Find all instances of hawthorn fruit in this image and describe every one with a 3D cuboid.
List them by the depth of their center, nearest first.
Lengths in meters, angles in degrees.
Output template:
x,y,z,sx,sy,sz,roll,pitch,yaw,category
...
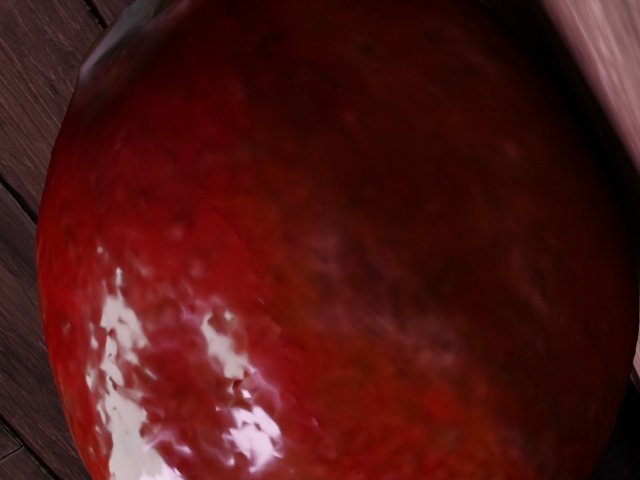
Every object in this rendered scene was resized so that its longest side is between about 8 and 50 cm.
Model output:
x,y,z,sx,sy,sz,roll,pitch,yaw,category
0.000,0.000,0.452,0.185,0.185,0.202,-109,4,-80,hawthorn fruit

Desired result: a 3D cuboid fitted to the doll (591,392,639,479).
x,y,z,sx,sy,sz,roll,pitch,yaw,category
0.097,0.122,0.725,0.314,0.141,0.177,63,-175,0,doll
